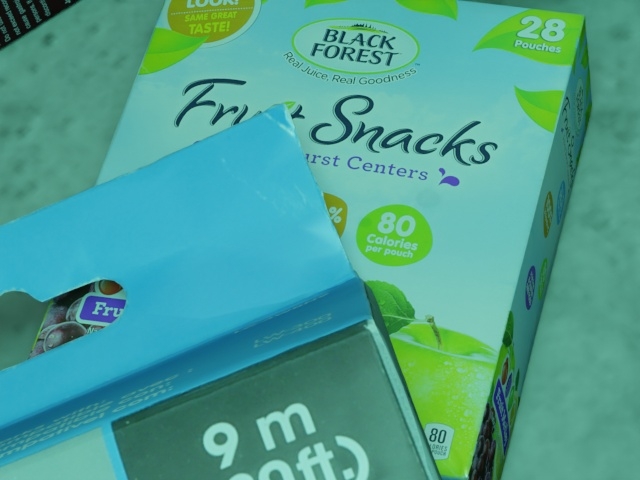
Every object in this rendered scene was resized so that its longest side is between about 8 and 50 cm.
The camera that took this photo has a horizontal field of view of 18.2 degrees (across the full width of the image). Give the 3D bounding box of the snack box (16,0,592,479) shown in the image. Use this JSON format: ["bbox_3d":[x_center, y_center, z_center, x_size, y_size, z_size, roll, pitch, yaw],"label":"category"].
[{"bbox_3d":[0.000,0.000,0.775,0.174,0.070,0.207,8,59,15],"label":"snack box"}]

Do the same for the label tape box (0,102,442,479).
[{"bbox_3d":[-0.071,0.136,0.624,0.249,0.115,0.348,-22,72,2],"label":"label tape box"}]

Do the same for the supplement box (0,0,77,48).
[{"bbox_3d":[-0.169,-0.153,0.903,0.239,0.073,0.130,-35,59,-11],"label":"supplement box"}]
